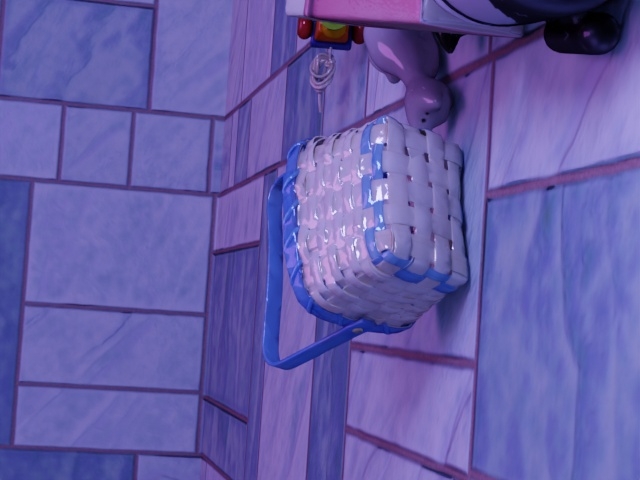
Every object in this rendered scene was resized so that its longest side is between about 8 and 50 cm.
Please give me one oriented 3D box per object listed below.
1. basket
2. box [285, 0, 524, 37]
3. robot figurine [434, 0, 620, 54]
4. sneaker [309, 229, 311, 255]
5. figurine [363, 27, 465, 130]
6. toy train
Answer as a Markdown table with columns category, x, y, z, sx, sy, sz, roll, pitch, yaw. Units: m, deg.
| category | x | y | z | sx | sy | sz | roll | pitch | yaw |
| --- | --- | --- | --- | --- | --- | --- | --- | --- | --- |
| basket | 0.032 | 0.003 | 1.545 | 0.289 | 0.201 | 0.254 | -21 | 60 | 41 |
| box | 0.091 | -0.286 | 1.391 | 0.232 | 0.149 | 0.127 | 16 | 102 | 52 |
| robot figurine | 0.174 | -0.270 | 1.135 | 0.278 | 0.173 | 0.209 | -155 | 70 | -76 |
| sneaker | 0.000 | 0.000 | 2.094 | 0.166 | 0.065 | 0.076 | 170 | 108 | -76 |
| figurine | 0.125 | -0.248 | 1.570 | 0.209 | 0.092 | 0.215 | -106 | 22 | -47 |
| toy train | 0.019 | -0.318 | 1.958 | 0.143 | 0.105 | 0.248 | -156 | 71 | -88 |
